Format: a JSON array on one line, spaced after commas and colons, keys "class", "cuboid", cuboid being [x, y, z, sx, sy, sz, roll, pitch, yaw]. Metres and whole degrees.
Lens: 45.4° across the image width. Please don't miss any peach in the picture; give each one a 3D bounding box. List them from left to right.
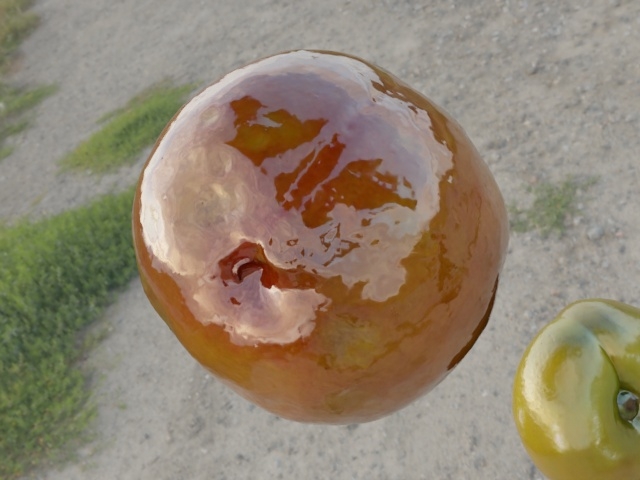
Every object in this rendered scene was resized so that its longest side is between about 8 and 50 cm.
[{"class": "peach", "cuboid": [0.000, 0.000, 0.699, 0.342, 0.343, 0.301, -18, -3, 17]}, {"class": "peach", "cuboid": [0.359, 0.196, 0.978, 0.251, 0.251, 0.153, -40, 11, -17]}]
